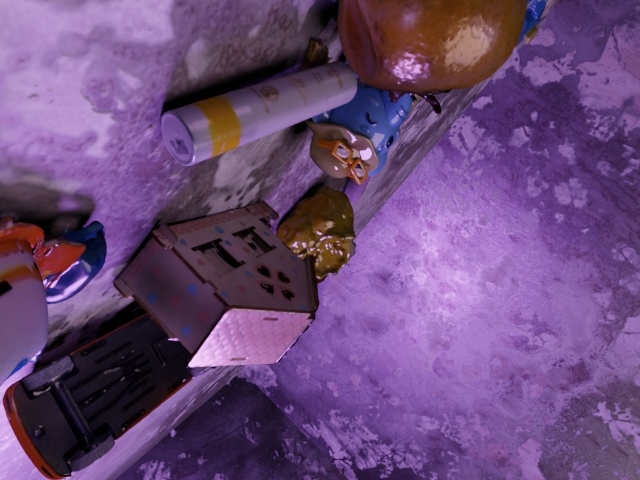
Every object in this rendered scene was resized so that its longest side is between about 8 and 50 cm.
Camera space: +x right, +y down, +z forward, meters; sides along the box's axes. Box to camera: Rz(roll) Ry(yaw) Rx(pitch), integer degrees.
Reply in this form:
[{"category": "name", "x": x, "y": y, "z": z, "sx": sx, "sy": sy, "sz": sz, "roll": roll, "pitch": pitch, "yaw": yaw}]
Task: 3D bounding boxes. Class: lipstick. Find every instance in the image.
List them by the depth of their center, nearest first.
[{"category": "lipstick", "x": -0.056, "y": -0.158, "z": 0.500, "sx": 0.264, "sy": 0.059, "sz": 0.059, "roll": -34, "pitch": 164, "yaw": -38}]

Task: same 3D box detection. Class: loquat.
[{"category": "loquat", "x": 0.116, "y": -0.259, "z": 0.495, "sx": 0.213, "sy": 0.213, "sz": 0.213, "roll": -46, "pitch": 171, "yaw": -9}]

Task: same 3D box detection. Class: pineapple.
[{"category": "pineapple", "x": -0.008, "y": -0.236, "z": 0.577, "sx": 0.045, "sy": 0.019, "sz": 0.083, "roll": -36, "pitch": 163, "yaw": -40}]

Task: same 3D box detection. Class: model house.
[{"category": "model house", "x": -0.125, "y": 0.082, "z": 0.699, "sx": 0.169, "sy": 0.244, "sz": 0.326, "roll": -53, "pitch": 171, "yaw": 22}]

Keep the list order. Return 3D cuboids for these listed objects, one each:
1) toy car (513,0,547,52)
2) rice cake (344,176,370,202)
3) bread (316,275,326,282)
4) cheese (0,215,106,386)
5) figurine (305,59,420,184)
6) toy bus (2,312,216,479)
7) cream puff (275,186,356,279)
[{"category": "toy car", "x": 0.404, "y": -0.496, "z": 0.943, "sx": 0.198, "sy": 0.166, "sz": 0.314, "roll": -44, "pitch": 172, "yaw": 2}, {"category": "rice cake", "x": 0.123, "y": -0.203, "z": 1.222, "sx": 0.072, "sy": 0.056, "sz": 0.365, "roll": -47, "pitch": 172, "yaw": -18}, {"category": "bread", "x": -0.080, "y": 0.107, "z": 1.360, "sx": 0.232, "sy": 0.135, "sz": 0.247, "roll": -35, "pitch": 174, "yaw": 4}, {"category": "cheese", "x": -0.260, "y": 0.052, "z": 0.305, "sx": 0.217, "sy": 0.129, "sz": 0.329, "roll": -43, "pitch": -170, "yaw": 7}, {"category": "figurine", "x": 0.075, "y": -0.225, "z": 0.699, "sx": 0.261, "sy": 0.154, "sz": 0.180, "roll": -66, "pitch": 160, "yaw": 5}, {"category": "toy bus", "x": -0.311, "y": 0.209, "z": 0.663, "sx": 0.153, "sy": 0.142, "sz": 0.329, "roll": -25, "pitch": -176, "yaw": 28}, {"category": "cream puff", "x": -0.001, "y": 0.002, "z": 1.116, "sx": 0.282, "sy": 0.185, "sz": 0.282, "roll": -49, "pitch": 174, "yaw": -7}]
